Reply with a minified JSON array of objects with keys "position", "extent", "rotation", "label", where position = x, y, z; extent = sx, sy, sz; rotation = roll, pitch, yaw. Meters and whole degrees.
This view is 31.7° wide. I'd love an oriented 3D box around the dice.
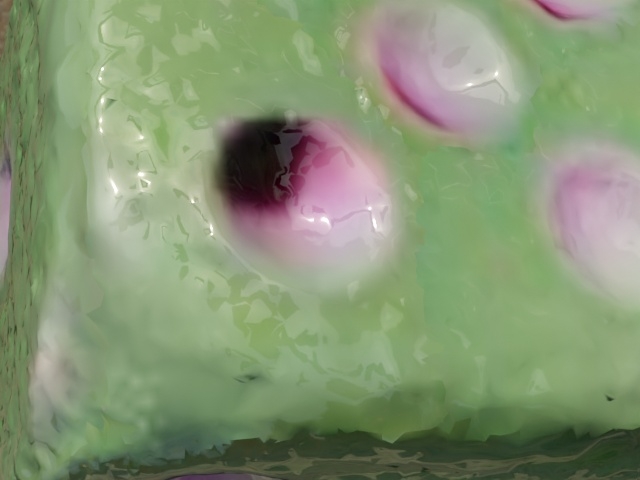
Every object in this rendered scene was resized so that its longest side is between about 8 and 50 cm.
[{"position":[0.000,0.000,0.587],"extent":[0.322,0.330,0.318],"rotation":[131,139,-55],"label":"dice"}]
